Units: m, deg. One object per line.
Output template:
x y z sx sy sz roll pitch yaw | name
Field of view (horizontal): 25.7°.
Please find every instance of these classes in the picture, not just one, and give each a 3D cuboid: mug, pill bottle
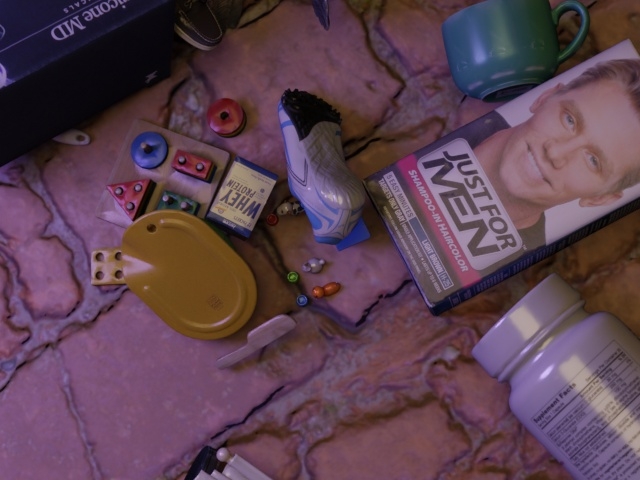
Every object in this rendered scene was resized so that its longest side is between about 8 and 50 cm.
0.223 -0.221 1.625 0.158 0.129 0.097 -20 77 46 | mug
0.311 0.180 1.541 0.160 0.160 0.283 -43 78 -1 | pill bottle

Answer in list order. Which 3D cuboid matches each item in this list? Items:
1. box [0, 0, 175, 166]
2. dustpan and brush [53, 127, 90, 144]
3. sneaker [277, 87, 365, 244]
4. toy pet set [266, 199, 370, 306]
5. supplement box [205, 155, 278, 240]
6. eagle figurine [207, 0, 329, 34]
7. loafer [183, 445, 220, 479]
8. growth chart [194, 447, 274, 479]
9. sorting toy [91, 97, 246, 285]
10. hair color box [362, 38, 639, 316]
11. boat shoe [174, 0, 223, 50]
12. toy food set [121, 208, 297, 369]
-0.401 -0.321 1.656 0.294 0.212 0.395 -32 78 -18 | box
-0.393 -0.147 1.751 0.211 0.060 0.147 13 95 16 | dustpan and brush
-0.010 -0.092 1.638 0.085 0.086 0.237 12 39 -26 | sneaker
0.000 0.000 1.661 0.114 0.065 0.122 -23 79 4 | toy pet set
-0.095 -0.049 1.667 0.056 0.083 0.083 26 85 -5 | supplement box
-0.075 -0.404 1.680 0.225 0.226 0.298 14 77 -11 | eagle figurine
-0.138 0.326 1.637 0.061 0.062 0.170 16 87 -12 | loafer
-0.125 0.359 1.598 0.237 0.021 0.172 -46 102 -11 | growth chart
-0.200 -0.062 1.709 0.132 0.046 0.274 21 85 11 | sorting toy
0.241 -0.070 1.620 0.347 0.105 0.173 -28 79 2 | hair color box
-0.166 -0.294 1.663 0.152 0.049 0.056 51 49 -4 | boat shoe
-0.139 0.044 1.662 0.128 0.071 0.218 -39 104 19 | toy food set
